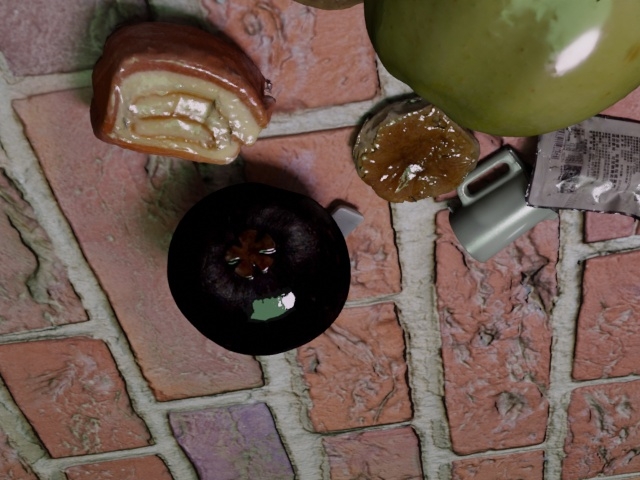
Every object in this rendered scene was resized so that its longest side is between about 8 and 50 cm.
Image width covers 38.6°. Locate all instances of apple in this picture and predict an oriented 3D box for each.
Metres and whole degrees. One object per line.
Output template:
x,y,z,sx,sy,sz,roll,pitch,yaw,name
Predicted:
0.224,-0.285,0.990,0.357,0.357,0.357,-3,136,-3,apple

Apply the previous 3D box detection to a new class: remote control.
0.000,0.000,1.490,0.050,0.027,0.184,24,133,-26,remote control

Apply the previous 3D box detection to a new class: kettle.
0.280,-0.055,1.428,0.148,0.127,0.098,-37,160,25,kettle

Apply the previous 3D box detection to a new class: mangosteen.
-0.088,0.048,1.391,0.275,0.275,0.302,-8,171,2,mangosteen

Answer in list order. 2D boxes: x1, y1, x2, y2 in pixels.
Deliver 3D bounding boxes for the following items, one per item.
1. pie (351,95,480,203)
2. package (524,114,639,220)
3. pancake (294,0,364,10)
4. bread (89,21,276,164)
0.138,-0.127,1.358,0.195,0.046,0.195,-3,137,-2,pie
0.425,-0.110,1.362,0.239,0.030,0.154,8,96,-12,package
0.015,-0.378,1.083,0.242,0.050,0.242,-4,137,-4,pancake
-0.178,-0.191,1.203,0.244,0.123,0.190,6,133,-14,bread
